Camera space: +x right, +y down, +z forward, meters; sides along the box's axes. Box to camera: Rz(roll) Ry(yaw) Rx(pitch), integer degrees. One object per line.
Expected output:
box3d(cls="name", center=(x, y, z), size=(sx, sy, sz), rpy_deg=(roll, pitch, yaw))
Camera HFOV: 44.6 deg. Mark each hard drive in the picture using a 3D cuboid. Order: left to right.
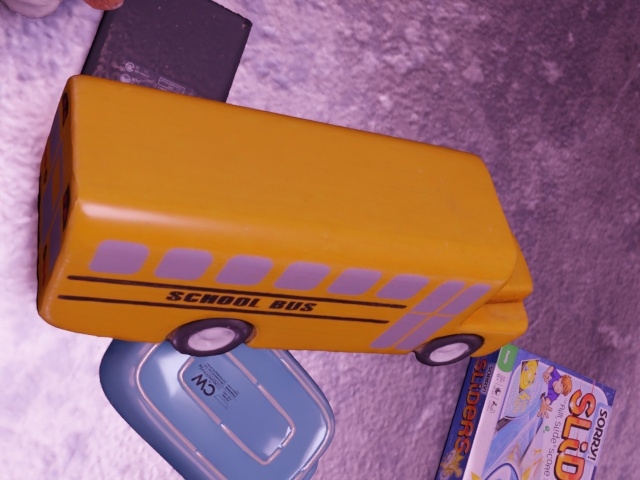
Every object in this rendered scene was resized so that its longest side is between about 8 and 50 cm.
box3d(cls="hard drive", center=(-0.108, -0.106, 0.521), size=(0.094, 0.022, 0.135), rpy_deg=(22, 79, -24))

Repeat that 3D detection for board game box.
box3d(cls="board game box", center=(0.161, 0.197, 0.642), size=(0.136, 0.035, 0.201), rpy_deg=(23, 78, -24))

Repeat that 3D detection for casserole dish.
box3d(cls="casserole dish", center=(-0.061, 0.108, 0.531), size=(0.114, 0.037, 0.188), rpy_deg=(-46, 107, -21))

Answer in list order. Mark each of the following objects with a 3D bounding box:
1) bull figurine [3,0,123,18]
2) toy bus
box3d(cls="bull figurine", center=(-0.074, -0.235, 0.465), size=(0.310, 0.101, 0.188), rpy_deg=(-20, 138, -42))
box3d(cls="toy bus", center=(0.000, 0.000, 0.490), size=(0.333, 0.130, 0.108), rpy_deg=(7, 53, -28))
